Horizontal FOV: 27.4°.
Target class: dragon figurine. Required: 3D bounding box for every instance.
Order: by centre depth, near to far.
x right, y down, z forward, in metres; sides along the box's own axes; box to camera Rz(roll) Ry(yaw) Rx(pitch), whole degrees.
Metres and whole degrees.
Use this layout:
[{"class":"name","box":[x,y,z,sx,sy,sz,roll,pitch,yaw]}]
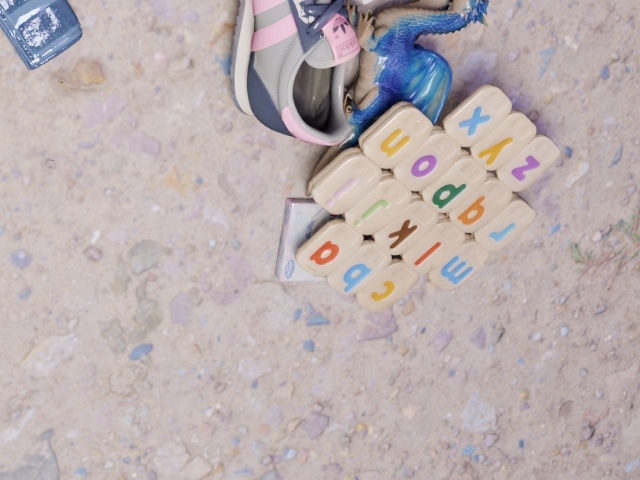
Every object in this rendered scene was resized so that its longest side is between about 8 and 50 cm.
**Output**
[{"class":"dragon figurine","box":[0.081,-0.163,1.362,0.144,0.085,0.289,9,105,-27]}]

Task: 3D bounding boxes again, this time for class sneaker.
[{"class":"sneaker","box":[-0.010,-0.233,1.223,0.112,0.131,0.319,-33,140,-31]}]

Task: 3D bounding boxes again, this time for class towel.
[{"class":"towel","box":[-0.273,-0.222,1.210,0.067,0.029,0.119,-35,120,-9]}]

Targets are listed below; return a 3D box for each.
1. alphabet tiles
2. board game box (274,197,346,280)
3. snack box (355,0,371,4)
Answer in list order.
[{"class":"alphabet tiles","box":[0.116,-0.041,1.406,0.278,0.021,0.284,-43,138,13]},{"class":"board game box","box":[0.000,0.000,1.428,0.090,0.020,0.090,1,110,-26]},{"class":"snack box","box":[0.006,-0.317,1.278,0.022,0.064,0.178,-30,119,-12]}]
